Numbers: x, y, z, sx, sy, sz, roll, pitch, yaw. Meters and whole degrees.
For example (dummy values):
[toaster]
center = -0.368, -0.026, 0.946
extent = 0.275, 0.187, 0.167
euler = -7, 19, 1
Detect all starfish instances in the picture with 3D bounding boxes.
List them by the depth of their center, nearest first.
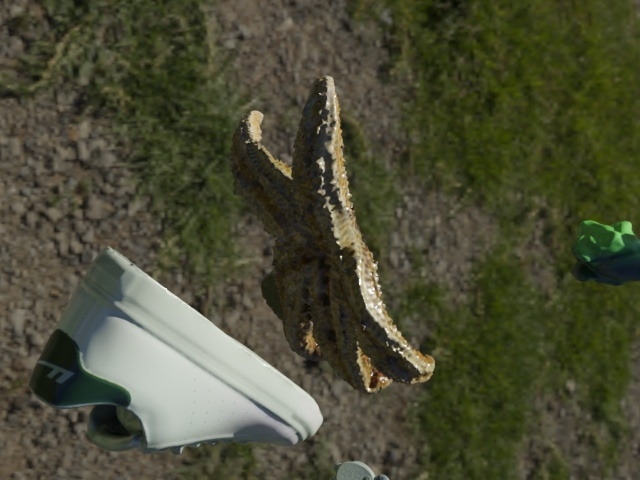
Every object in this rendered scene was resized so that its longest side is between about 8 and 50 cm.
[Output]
[starfish]
center = -0.001, 0.000, 0.777
extent = 0.071, 0.216, 0.238
euler = -26, 137, -35

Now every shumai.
[shumai]
center = -0.012, 0.070, 1.529
extent = 0.124, 0.099, 0.087
euler = 44, 54, -3

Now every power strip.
[power strip]
center = 0.055, 0.336, 1.570
extent = 0.035, 0.083, 0.055
euler = 87, 18, -49

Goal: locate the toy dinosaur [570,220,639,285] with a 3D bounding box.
[toy dinosaur]
center = 0.446, 0.111, 1.155
extent = 0.500, 0.374, 0.144
euler = -72, 159, -54

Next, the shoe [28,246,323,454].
[shoe]
center = -0.132, 0.156, 1.091
extent = 0.160, 0.131, 0.363
euler = -52, 140, -7
